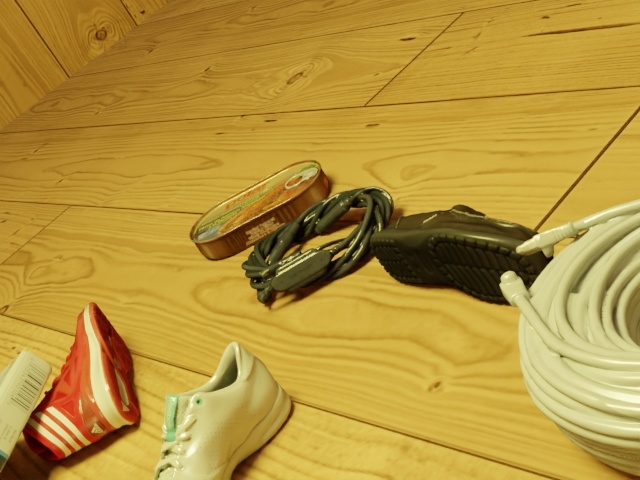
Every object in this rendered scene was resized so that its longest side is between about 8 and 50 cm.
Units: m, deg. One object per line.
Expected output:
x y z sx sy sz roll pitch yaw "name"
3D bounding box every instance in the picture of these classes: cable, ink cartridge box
0.260 0.053 0.700 0.257 0.089 0.257 -23 27 16 "cable"
0.000 0.000 1.150 0.185 0.047 0.150 -33 20 4 "cable"
-0.374 0.237 1.050 0.208 0.045 0.206 -39 22 29 "ink cartridge box"

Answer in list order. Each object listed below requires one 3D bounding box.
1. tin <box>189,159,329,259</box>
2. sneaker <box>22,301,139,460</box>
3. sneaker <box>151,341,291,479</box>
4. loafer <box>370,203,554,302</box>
-0.076 -0.039 1.307 0.190 0.040 0.106 -27 29 9 "tin"
-0.276 0.153 1.124 0.128 0.087 0.221 -31 24 -2 "sneaker"
-0.112 0.177 0.883 0.080 0.094 0.212 -7 35 40 "sneaker"
0.132 -0.002 0.950 0.078 0.080 0.220 -44 27 -23 "loafer"
